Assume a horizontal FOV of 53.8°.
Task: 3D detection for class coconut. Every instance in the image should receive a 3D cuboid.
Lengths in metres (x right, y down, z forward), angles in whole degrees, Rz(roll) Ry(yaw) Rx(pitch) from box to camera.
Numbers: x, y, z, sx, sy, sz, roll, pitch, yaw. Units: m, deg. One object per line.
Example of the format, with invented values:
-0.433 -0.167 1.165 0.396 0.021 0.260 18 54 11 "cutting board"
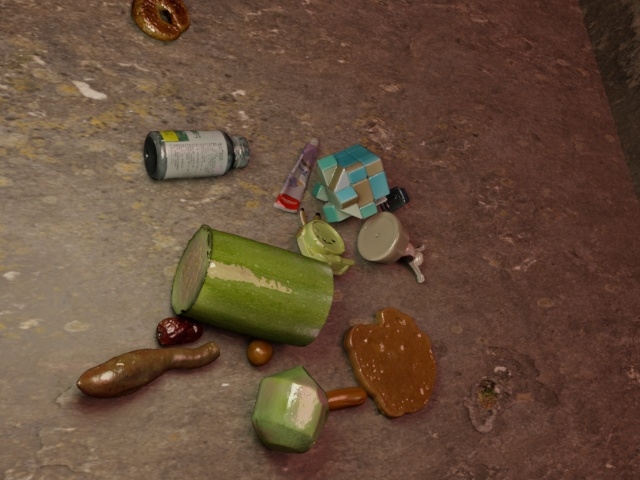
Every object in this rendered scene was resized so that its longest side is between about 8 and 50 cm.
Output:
-0.078 0.451 1.708 0.204 0.236 0.236 11 60 11 "coconut"

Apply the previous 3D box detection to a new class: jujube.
-0.376 0.242 1.690 0.129 0.077 0.077 1 71 -38 "jujube"

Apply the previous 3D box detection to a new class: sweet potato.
-0.438 0.323 1.607 0.385 0.109 0.109 -9 76 -45 "sweet potato"

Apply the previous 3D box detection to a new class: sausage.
0.067 0.472 1.881 0.183 0.054 0.062 1 68 -28 "sausage"

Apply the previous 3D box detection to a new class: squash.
-0.186 0.132 1.734 0.384 0.263 0.263 19 63 -24 "squash"

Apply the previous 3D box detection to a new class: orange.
-0.171 0.314 1.785 0.085 0.085 0.085 12 66 -27 "orange"

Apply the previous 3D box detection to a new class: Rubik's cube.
0.084 -0.187 2.048 0.213 0.265 0.224 -25 119 -9 "Rubik's cube"

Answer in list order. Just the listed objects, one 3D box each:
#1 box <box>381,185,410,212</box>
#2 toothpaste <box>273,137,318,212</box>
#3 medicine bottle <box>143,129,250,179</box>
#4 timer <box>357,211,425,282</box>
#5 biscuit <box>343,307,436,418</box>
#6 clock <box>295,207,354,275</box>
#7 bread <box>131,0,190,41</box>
0.263 -0.144 2.220 0.054 0.099 0.074 -18 81 -50 "box"
-0.067 -0.218 2.078 0.075 0.048 0.301 33 60 -21 "toothpaste"
-0.357 -0.254 1.855 0.293 0.141 0.141 -7 75 -33 "medicine bottle"
0.273 0.031 2.145 0.266 0.175 0.175 29 57 -40 "timer"
0.230 0.378 2.015 0.351 0.057 0.312 49 54 -8 "biscuit"
0.000 0.000 1.985 0.170 0.069 0.232 11 43 -47 "clock"
-0.507 -0.715 1.997 0.193 0.064 0.193 11 70 -33 "bread"
